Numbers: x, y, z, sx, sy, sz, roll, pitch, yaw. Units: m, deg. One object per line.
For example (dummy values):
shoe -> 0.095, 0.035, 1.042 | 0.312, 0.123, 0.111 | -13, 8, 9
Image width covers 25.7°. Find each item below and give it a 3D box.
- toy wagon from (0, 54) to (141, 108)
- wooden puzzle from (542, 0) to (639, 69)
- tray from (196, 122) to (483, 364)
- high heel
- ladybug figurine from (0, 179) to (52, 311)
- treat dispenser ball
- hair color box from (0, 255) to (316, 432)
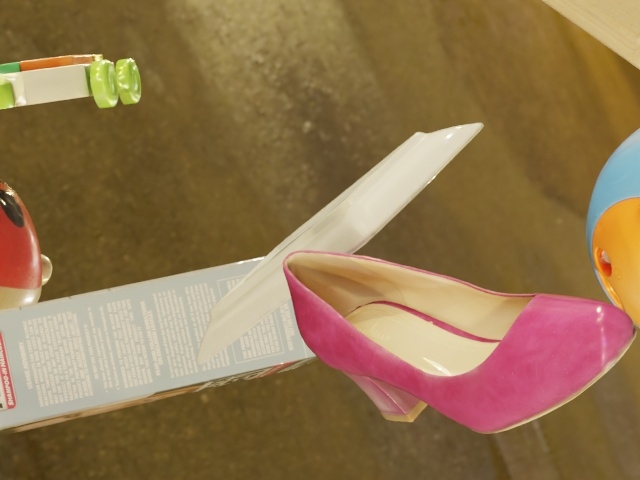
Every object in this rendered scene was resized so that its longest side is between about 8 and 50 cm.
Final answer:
toy wagon -> -0.370, -0.175, 1.662 | 0.344, 0.267, 0.068 | -55, 137, -81
wooden puzzle -> 0.279, -0.279, 1.197 | 0.044, 0.221, 0.238 | 16, 23, -45
tray -> 0.000, 0.000, 1.017 | 0.030, 0.270, 0.145 | 47, 53, -3
high heel -> 0.065, 0.037, 0.768 | 0.117, 0.082, 0.244 | 51, -23, -11
ladybug figurine -> -0.503, -0.023, 1.576 | 0.449, 0.161, 0.305 | 12, 14, -39
treat dispenser ball -> 0.456, -0.014, 1.637 | 0.288, 0.288, 0.288 | 52, 24, -34
hair color box -> -0.184, 0.108, 1.422 | 0.185, 0.375, 0.113 | 139, -61, -75
